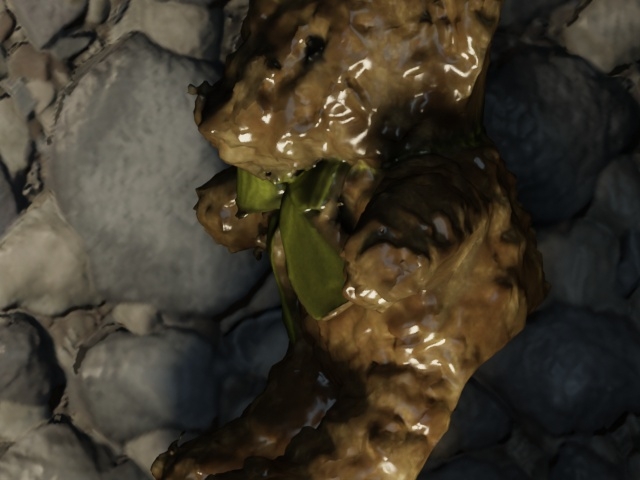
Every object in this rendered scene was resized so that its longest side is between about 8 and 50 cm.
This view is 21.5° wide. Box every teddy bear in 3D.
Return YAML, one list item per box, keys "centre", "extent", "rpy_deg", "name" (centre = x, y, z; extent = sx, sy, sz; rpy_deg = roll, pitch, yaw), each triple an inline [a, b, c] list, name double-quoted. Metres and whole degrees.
- centre: [-0.008, 0.006, 0.817]
  extent: [0.296, 0.246, 0.222]
  rpy_deg: [-44, 106, -7]
  name: "teddy bear"
